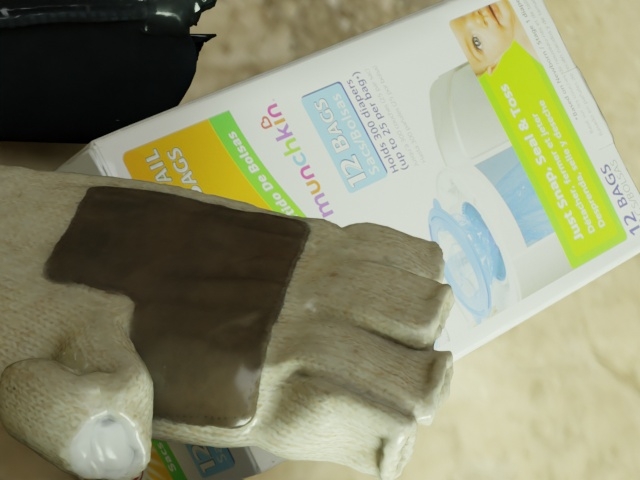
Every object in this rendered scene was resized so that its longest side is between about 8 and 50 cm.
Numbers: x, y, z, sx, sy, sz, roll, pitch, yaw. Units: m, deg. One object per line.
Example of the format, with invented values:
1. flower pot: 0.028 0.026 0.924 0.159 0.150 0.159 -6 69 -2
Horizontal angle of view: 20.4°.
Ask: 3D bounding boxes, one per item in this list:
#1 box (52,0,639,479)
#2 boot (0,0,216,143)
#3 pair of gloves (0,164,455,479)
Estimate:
1. box: 0.000 0.000 0.610 0.203 0.103 0.114 -26 89 -38
2. boot: -0.115 -0.129 0.516 0.207 0.246 0.094 -11 39 -36
3. pair of gloves: -0.075 0.052 0.410 0.204 0.042 0.240 7 33 5
